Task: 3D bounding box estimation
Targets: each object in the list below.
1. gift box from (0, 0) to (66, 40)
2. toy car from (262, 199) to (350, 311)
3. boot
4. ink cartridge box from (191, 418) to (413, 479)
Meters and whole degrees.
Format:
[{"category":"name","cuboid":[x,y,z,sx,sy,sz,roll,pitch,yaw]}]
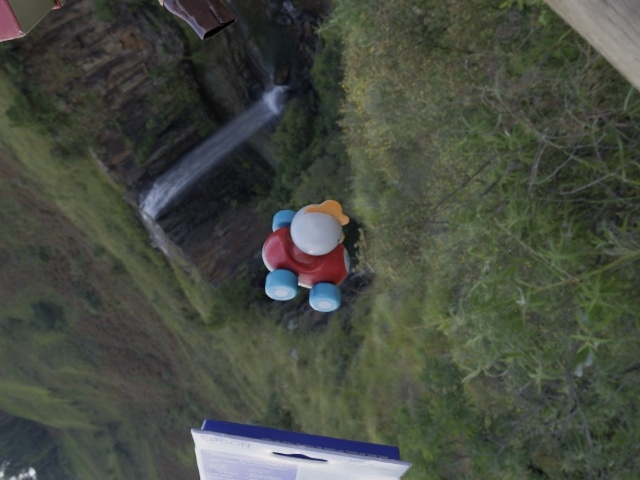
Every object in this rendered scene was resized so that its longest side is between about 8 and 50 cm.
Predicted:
[{"category":"gift box","cuboid":[-0.535,-0.397,0.644,0.258,0.276,0.255,-105,9,-52]},{"category":"toy car","cuboid":[0.000,0.000,1.105,0.210,0.219,0.238,18,139,-18]},{"category":"boot","cuboid":[-0.290,-0.629,1.256,0.207,0.248,0.090,43,149,-3]},{"category":"ink cartridge box","cuboid":[-0.037,0.357,0.780,0.303,0.072,0.307,9,134,0]}]
